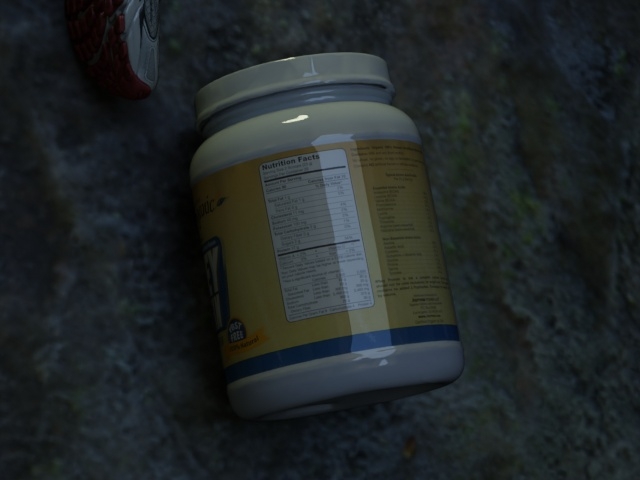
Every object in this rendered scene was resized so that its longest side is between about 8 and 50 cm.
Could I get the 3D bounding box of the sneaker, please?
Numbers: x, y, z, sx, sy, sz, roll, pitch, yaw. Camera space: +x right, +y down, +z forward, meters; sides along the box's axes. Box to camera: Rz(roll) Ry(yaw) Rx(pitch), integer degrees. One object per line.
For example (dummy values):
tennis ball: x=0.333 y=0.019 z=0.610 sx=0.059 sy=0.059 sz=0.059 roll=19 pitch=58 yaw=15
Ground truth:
sneaker: x=-0.101 y=-0.195 z=1.104 sx=0.092 sy=0.088 sz=0.225 roll=12 pitch=72 yaw=-25

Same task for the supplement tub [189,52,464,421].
supplement tub: x=0.000 y=0.000 z=1.072 sx=0.144 sy=0.144 sz=0.200 roll=-6 pitch=79 yaw=-28
